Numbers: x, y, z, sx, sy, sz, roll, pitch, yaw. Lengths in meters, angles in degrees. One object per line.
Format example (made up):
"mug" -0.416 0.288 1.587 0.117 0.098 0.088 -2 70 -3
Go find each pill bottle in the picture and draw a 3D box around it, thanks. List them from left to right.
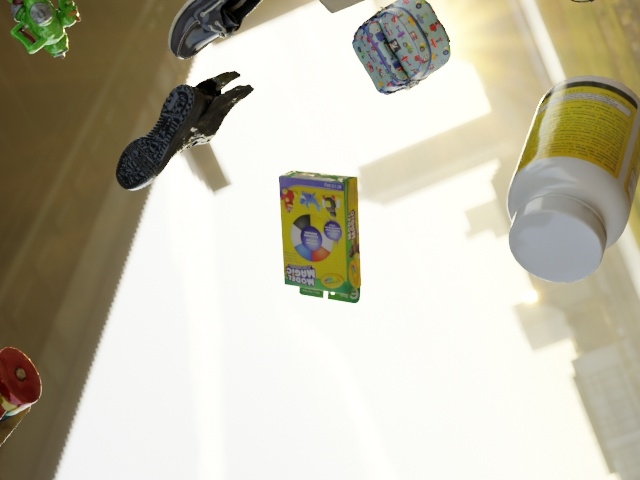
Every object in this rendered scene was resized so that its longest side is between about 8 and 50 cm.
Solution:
"pill bottle" 0.398 -0.095 1.975 0.188 0.187 0.334 61 -144 -30

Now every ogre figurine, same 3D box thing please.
"ogre figurine" -0.411 -0.333 1.820 0.118 0.096 0.197 56 153 14

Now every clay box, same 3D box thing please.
"clay box" 0.000 0.000 2.098 0.053 0.127 0.222 -27 -61 -55

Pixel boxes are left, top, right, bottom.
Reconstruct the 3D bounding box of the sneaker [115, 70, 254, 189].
"sneaker" -0.153 -0.122 1.421 0.051 0.170 0.089 45 -162 21

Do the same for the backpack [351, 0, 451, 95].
"backpack" 0.152 -0.356 2.281 0.158 0.117 0.173 62 158 -4

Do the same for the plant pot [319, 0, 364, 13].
"plant pot" 0.030 -0.425 2.002 0.109 0.109 0.096 -96 -18 -55

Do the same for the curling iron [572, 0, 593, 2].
"curling iron" 0.412 -0.446 1.753 0.035 0.068 0.274 -74 3 -49

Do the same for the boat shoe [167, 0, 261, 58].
"boat shoe" -0.146 -0.328 1.832 0.075 0.206 0.065 8 -135 -52

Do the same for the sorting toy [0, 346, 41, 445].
"sorting toy" -0.497 0.172 1.717 0.257 0.089 0.255 56 -162 -11
